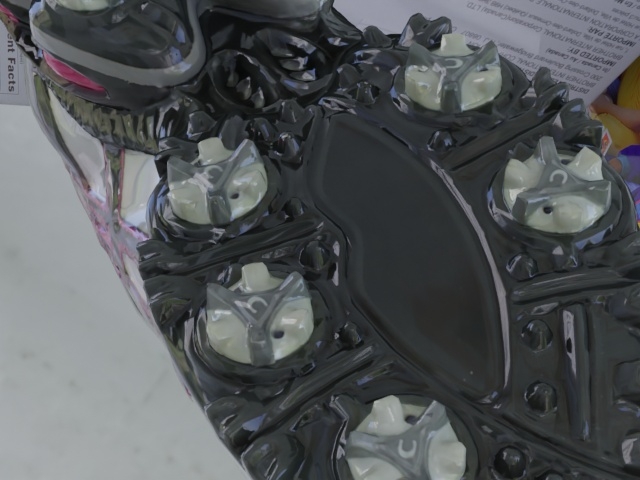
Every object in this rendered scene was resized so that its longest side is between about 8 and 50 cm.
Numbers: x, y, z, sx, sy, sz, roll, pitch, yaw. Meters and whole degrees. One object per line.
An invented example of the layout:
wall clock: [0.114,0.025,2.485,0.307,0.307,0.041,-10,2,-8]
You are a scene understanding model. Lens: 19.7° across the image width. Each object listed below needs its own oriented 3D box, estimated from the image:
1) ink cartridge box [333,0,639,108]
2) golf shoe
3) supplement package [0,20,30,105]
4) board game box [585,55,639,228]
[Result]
ink cartridge box: [0.080,-0.208,0.929,0.270,0.151,0.395,14,-46,-33]
golf shoe: [0.000,0.000,0.452,0.120,0.105,0.273,81,-17,-44]
supplement package: [-0.213,-0.220,1.456,0.145,0.262,0.204,4,-79,16]
board game box: [0.222,-0.068,1.018,0.078,0.233,0.347,6,24,-34]
